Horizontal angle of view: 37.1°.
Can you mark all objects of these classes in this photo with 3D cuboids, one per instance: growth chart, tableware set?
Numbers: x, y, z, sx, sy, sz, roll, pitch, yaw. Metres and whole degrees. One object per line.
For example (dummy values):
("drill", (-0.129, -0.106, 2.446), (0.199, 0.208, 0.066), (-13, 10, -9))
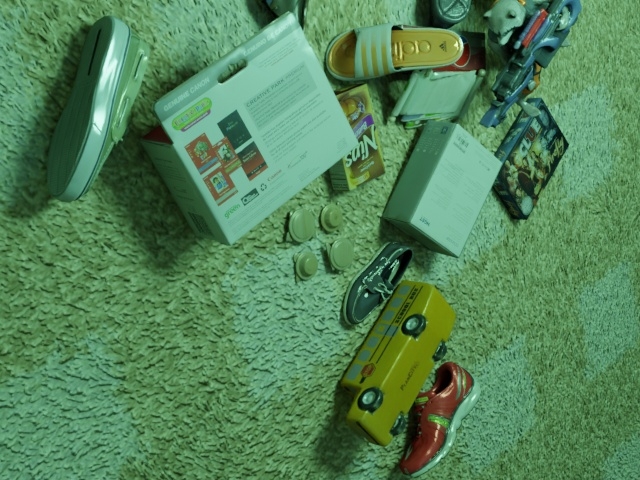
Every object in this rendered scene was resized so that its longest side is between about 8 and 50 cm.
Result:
("growth chart", (0.241, -0.292, 1.971), (0.237, 0.021, 0.172), (-6, 138, -42))
("tableware set", (0.000, 0.000, 1.842), (0.169, 0.020, 0.141), (-15, 102, -39))

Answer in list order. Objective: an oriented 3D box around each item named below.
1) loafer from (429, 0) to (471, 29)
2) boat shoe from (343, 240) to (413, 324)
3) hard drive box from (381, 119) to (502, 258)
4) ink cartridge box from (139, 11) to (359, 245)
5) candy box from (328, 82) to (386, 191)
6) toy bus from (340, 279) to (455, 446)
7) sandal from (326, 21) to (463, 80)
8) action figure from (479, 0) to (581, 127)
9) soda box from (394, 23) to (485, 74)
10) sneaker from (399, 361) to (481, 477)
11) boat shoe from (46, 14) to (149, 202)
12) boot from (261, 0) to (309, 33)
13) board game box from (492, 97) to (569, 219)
("loafer", (0.278, -0.584, 2.004), (0.109, 0.095, 0.302), (16, 78, -12))
("boat shoe", (0.118, 0.085, 1.926), (0.206, 0.065, 0.075), (-55, 126, -23))
("hard drive box", (0.258, -0.107, 1.998), (0.181, 0.089, 0.232), (33, 79, -39))
("ink cartridge box", (-0.129, -0.194, 1.605), (0.309, 0.130, 0.271), (-39, 119, -23))
("candy box", (0.058, -0.201, 1.852), (0.109, 0.053, 0.186), (-28, 114, -38))
("toy bus", (0.150, 0.243, 1.927), (0.108, 0.130, 0.332), (50, 63, -35))
("sandal", (0.141, -0.368, 1.807), (0.265, 0.076, 0.101), (-7, 89, -1))
("action figure", (0.407, -0.387, 2.014), (0.341, 0.179, 0.330), (-54, 150, -1))
("soda box", (0.227, -0.387, 1.964), (0.263, 0.083, 0.092), (-6, 98, -41))
("sneaker", (0.234, 0.381, 2.058), (0.118, 0.107, 0.279), (44, 61, -16))
("boat shoe", (-0.332, -0.196, 1.466), (0.094, 0.109, 0.302), (25, 75, -43))
("boot", (-0.075, -0.409, 1.716), (0.106, 0.082, 0.219), (19, 92, -15))
("board game box", (0.488, -0.193, 2.246), (0.165, 0.042, 0.243), (49, 63, -34))
